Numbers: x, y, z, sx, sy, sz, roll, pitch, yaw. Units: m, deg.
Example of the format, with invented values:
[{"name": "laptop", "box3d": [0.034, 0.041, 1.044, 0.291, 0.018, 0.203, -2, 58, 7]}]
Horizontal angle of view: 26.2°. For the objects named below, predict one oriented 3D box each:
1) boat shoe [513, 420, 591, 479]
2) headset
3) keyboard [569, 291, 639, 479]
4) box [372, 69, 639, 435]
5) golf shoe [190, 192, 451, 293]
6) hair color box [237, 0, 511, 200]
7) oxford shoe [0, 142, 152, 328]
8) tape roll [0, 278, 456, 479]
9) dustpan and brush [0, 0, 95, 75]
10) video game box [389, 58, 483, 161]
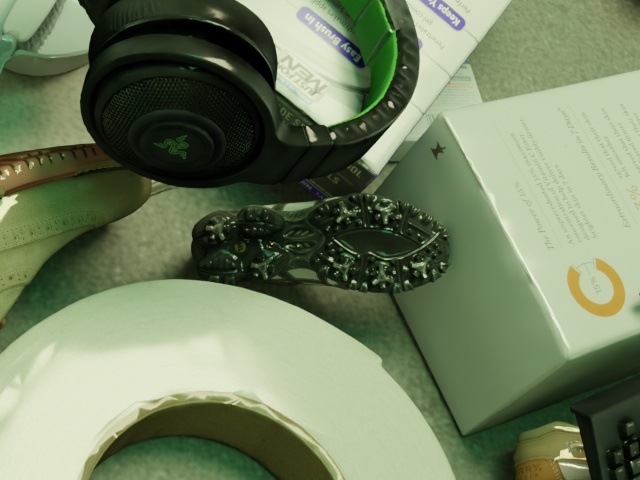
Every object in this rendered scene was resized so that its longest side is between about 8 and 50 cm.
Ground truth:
[{"name": "boat shoe", "box3d": [0.294, 0.184, 1.102, 0.302, 0.113, 0.103, -2, 68, -25]}, {"name": "headset", "box3d": [-0.122, -0.140, 0.944, 0.394, 0.185, 0.243, -1, 60, -33]}, {"name": "keyboard", "box3d": [0.314, 0.096, 1.035, 0.317, 0.033, 0.202, -17, 94, -32]}, {"name": "box", "box3d": [0.241, -0.006, 1.155, 0.345, 0.168, 0.215, -14, 69, -32]}, {"name": "golf shoe", "box3d": [0.000, 0.000, 1.063, 0.198, 0.094, 0.077, 4, 91, -4]}, {"name": "hair color box", "box3d": [0.052, -0.210, 1.135, 0.185, 0.110, 0.339, 39, 64, -2]}, {"name": "oxford shoe", "box3d": [-0.268, 0.034, 0.940, 0.397, 0.140, 0.147, -26, 102, -37]}, {"name": "tape roll", "box3d": [-0.077, 0.212, 0.937, 0.392, 0.072, 0.392, 11, 58, -18]}, {"name": "dustpan and brush", "box3d": [-0.239, -0.164, 1.088, 0.147, 0.060, 0.211, 28, 53, -8]}, {"name": "video game box", "box3d": [0.037, -0.159, 1.224, 0.205, 0.048, 0.187, -2, 66, -26]}]
